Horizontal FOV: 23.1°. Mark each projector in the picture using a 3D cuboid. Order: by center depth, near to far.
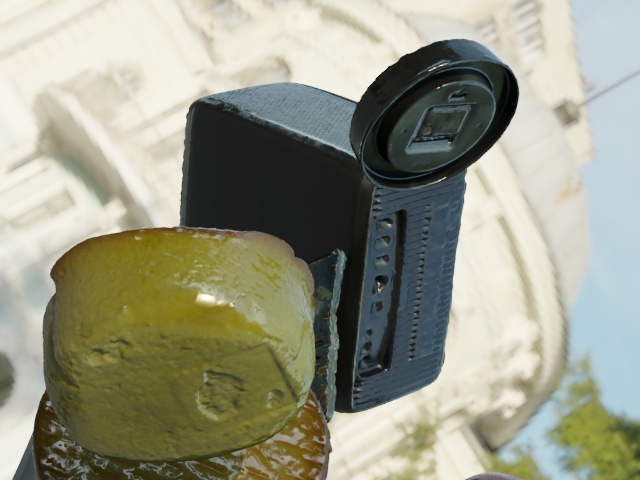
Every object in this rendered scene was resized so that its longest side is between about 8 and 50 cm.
[{"bbox_3d":[0.000,0.000,2.319,0.405,0.242,0.395,25,-62,41],"label":"projector"}]

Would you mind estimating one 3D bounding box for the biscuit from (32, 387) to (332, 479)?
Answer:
[{"bbox_3d":[-0.146,0.215,1.661,0.318,0.317,0.040,53,-28,28],"label":"biscuit"}]

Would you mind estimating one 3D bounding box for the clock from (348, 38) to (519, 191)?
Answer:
[{"bbox_3d":[0.114,-0.127,1.598,0.040,0.184,0.184,59,-13,33],"label":"clock"}]

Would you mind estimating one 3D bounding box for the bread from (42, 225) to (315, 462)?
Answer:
[{"bbox_3d":[-0.132,0.097,1.458,0.270,0.269,0.148,77,4,-48],"label":"bread"}]

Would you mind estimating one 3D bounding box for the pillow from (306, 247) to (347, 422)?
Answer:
[{"bbox_3d":[-0.037,0.148,1.977,0.189,0.034,0.256,-32,-135,43],"label":"pillow"}]

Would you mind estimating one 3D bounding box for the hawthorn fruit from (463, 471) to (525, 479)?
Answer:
[{"bbox_3d":[0.254,0.439,2.282,0.249,0.215,0.215,22,-31,24],"label":"hawthorn fruit"}]

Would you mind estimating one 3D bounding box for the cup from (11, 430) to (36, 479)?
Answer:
[{"bbox_3d":[-0.333,0.373,2.072,0.322,0.327,0.237,-10,-45,32],"label":"cup"}]
